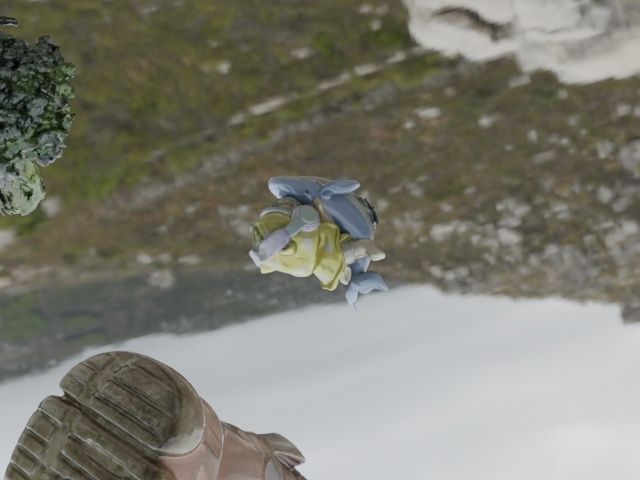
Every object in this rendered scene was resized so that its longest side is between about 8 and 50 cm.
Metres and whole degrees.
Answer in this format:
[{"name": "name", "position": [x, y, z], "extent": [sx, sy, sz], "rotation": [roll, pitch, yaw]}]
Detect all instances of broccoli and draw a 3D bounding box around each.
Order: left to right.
[{"name": "broccoli", "position": [-0.389, -0.120, 1.429], "extent": [0.198, 0.177, 0.275], "rotation": [16, 149, -16]}]

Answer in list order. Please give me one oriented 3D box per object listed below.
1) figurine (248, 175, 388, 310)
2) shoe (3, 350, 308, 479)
[{"name": "figurine", "position": [0.000, 0.000, 1.665], "extent": [0.184, 0.208, 0.128], "rotation": [-34, 175, -33]}, {"name": "shoe", "position": [-0.133, 0.259, 0.838], "extent": [0.198, 0.351, 0.172], "rotation": [29, -176, -43]}]
